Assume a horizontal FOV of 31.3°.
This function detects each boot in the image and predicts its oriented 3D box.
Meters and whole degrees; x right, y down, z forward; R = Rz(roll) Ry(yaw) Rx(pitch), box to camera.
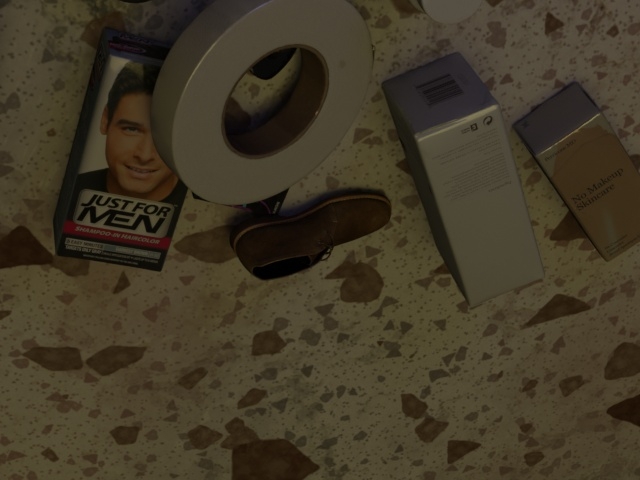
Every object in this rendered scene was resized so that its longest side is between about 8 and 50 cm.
[{"bbox_3d":[0.000,0.000,2.039,0.305,0.115,0.112,-16,133,-16],"label":"boot"}]

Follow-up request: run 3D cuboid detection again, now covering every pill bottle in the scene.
[{"bbox_3d":[0.173,-0.418,1.754,0.119,0.208,0.119,-7,125,-10],"label":"pill bottle"}]

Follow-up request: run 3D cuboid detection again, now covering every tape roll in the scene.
[{"bbox_3d":[-0.085,-0.233,1.799,0.392,0.072,0.392,-29,142,-25],"label":"tape roll"}]

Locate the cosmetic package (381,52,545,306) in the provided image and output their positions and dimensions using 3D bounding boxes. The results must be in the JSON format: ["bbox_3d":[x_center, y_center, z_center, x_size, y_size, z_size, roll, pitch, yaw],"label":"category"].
[{"bbox_3d":[0.252,-0.103,1.989,0.156,0.217,0.385,-21,124,-1],"label":"cosmetic package"}]

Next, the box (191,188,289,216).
[{"bbox_3d":[-0.130,-0.109,1.995,0.162,0.029,0.116,11,121,-24],"label":"box"}]

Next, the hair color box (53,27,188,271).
[{"bbox_3d":[-0.307,-0.141,1.875,0.185,0.114,0.375,10,120,-21],"label":"hair color box"}]

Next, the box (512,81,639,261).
[{"bbox_3d":[0.497,-0.122,2.095,0.148,0.121,0.311,-36,125,11],"label":"box"}]

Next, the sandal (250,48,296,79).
[{"bbox_3d":[-0.051,-0.368,1.824,0.097,0.054,0.254,20,116,-26],"label":"sandal"}]

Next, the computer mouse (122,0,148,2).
[{"bbox_3d":[-0.216,-0.452,1.721,0.272,0.072,0.188,-28,125,-10],"label":"computer mouse"}]
